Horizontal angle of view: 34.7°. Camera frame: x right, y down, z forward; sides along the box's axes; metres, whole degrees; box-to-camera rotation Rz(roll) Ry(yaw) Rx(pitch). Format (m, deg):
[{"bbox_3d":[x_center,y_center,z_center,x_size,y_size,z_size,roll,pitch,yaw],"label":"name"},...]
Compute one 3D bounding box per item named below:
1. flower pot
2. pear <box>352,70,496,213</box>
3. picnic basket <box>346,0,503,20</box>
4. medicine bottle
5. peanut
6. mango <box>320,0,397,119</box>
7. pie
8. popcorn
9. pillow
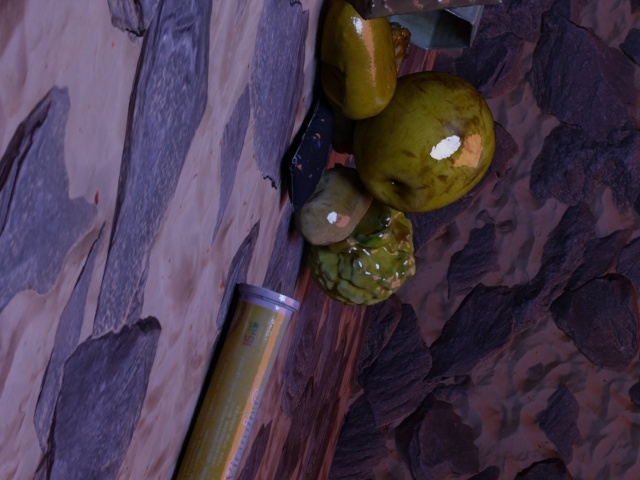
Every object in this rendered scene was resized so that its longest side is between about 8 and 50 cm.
[{"bbox_3d":[0.267,-0.560,2.315,0.209,0.239,0.190,34,68,-47],"label":"flower pot"},{"bbox_3d":[0.195,-0.185,1.967,0.281,0.280,0.281,16,90,-80],"label":"pear"},{"bbox_3d":[0.112,-0.474,1.473,0.321,0.291,0.254,52,-35,45],"label":"picnic basket"},{"bbox_3d":[-0.154,0.285,1.672,0.108,0.108,0.426,62,47,-76],"label":"medicine bottle"},{"bbox_3d":[0.025,-0.072,2.020,0.224,0.129,0.129,-60,163,-49],"label":"peanut"},{"bbox_3d":[0.063,-0.325,1.802,0.262,0.129,0.167,80,26,-48],"label":"mango"},{"bbox_3d":[0.093,-0.314,2.120,0.315,0.092,0.315,22,90,-80],"label":"pie"},{"bbox_3d":[0.083,0.007,2.205,0.270,0.224,0.258,-30,114,-56],"label":"popcorn"},{"bbox_3d":[-0.017,-0.158,1.852,0.141,0.055,0.208,83,23,-47],"label":"pillow"}]
